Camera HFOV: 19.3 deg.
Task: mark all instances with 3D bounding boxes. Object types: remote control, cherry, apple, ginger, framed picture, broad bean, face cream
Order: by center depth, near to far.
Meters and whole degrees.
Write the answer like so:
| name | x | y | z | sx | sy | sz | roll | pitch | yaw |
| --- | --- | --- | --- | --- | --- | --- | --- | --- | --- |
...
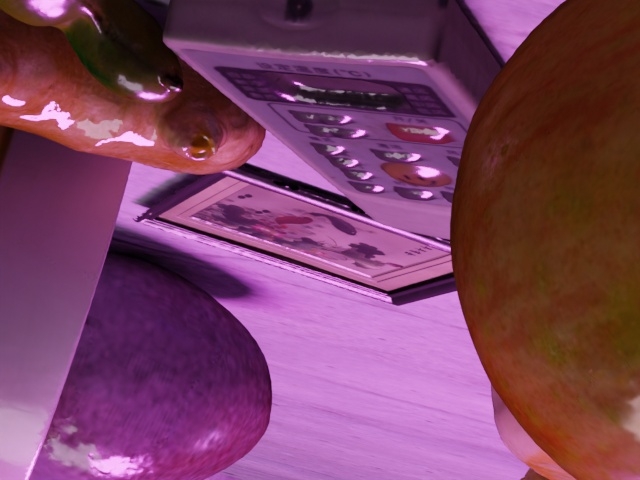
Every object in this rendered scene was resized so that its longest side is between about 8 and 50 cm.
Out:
| name | x | y | z | sx | sy | sz | roll | pitch | yaw |
| --- | --- | --- | --- | --- | --- | --- | --- | --- | --- |
| apple | 0.140 | -0.004 | 0.570 | 0.196 | 0.196 | 0.196 | 14 | 167 | 3 |
| broad bean | -0.119 | -0.114 | 0.700 | 0.070 | 0.048 | 0.213 | 39 | 179 | 39 |
| ginger | -0.152 | -0.088 | 0.805 | 0.298 | 0.065 | 0.118 | 16 | -162 | -25 |
| remote control | 0.038 | -0.047 | 0.842 | 0.123 | 0.038 | 0.285 | 9 | 166 | 21 |
| face cream | -0.206 | 0.005 | 0.932 | 0.179 | 0.218 | 0.218 | 18 | 167 | -10 |
| framed picture | 0.000 | 0.000 | 1.149 | 0.199 | 0.010 | 0.195 | 18 | 167 | -17 |
| cherry | -0.158 | 0.101 | 1.367 | 0.266 | 0.184 | 0.213 | 18 | 177 | -27 |

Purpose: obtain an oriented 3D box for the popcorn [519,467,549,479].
| name | x | y | z | sx | sy | sz | roll | pitch | yaw |
| --- | --- | --- | --- | --- | --- | --- | --- | --- | --- |
| popcorn | 0.232 | 0.220 | 1.414 | 0.217 | 0.181 | 0.235 | 39 | -153 | 26 |

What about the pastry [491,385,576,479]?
| name | x | y | z | sx | sy | sz | roll | pitch | yaw |
| --- | --- | --- | --- | --- | --- | --- | --- | --- | --- |
| pastry | 0.188 | 0.119 | 1.272 | 0.156 | 0.092 | 0.156 | 16 | 160 | 6 |
